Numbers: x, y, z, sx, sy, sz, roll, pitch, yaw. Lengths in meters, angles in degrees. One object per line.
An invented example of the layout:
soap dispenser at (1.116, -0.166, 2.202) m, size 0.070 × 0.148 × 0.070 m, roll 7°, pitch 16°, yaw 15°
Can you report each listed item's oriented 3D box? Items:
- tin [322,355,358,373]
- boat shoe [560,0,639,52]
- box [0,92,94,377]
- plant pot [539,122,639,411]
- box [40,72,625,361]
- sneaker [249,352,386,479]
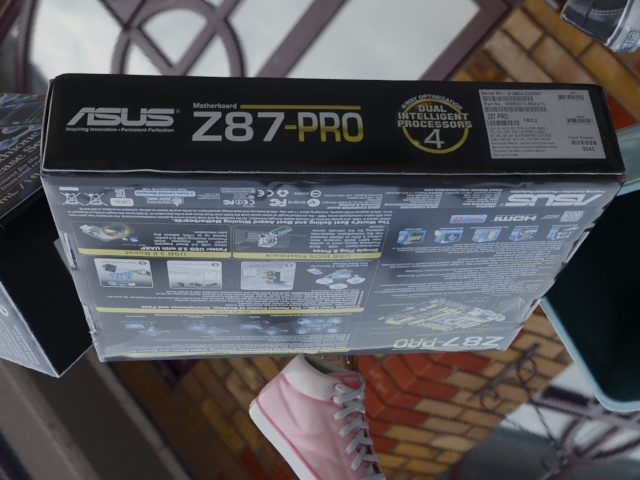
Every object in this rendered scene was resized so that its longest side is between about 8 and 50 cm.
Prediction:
tin at (0.031, 0.224, 1.321) m, size 0.106 × 0.040 × 0.190 m, roll 53°, pitch -145°, yaw -73°
boat shoe at (0.243, -0.250, 0.709) m, size 0.076 × 0.229 × 0.080 m, roll 21°, pitch 162°, yaw 4°
box at (-0.404, -0.031, 1.177) m, size 0.293 × 0.395 × 0.212 m, roll -49°, pitch -48°, yaw -36°
plant pot at (0.370, -0.017, 0.885) m, size 0.247 × 0.247 × 0.252 m, roll 55°, pitch -133°, yaw -16°
box at (0.000, 0.000, 0.736) m, size 0.394 × 0.318 × 0.097 m, roll -1°, pitch -121°, yaw -5°
sneaker at (0.015, 0.129, 0.596) m, size 0.134 × 0.070 × 0.051 m, roll 42°, pitch -167°, yaw 27°
